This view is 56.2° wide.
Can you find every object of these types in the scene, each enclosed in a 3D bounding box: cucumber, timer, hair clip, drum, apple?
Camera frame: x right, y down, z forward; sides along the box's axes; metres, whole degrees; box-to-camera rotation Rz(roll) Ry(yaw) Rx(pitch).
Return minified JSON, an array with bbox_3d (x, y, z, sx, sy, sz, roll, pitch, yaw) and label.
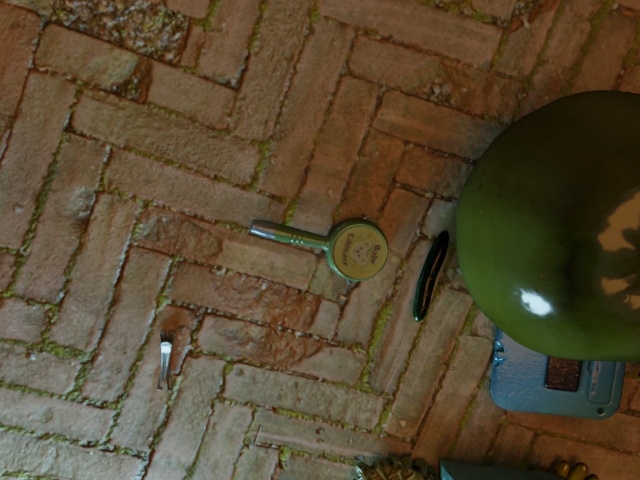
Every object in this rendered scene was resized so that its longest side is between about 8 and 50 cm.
[{"bbox_3d":[0.209,0.068,1.150,0.036,0.033,0.184,17,97,8],"label":"cucumber"},{"bbox_3d":[0.472,0.229,1.209,0.250,0.091,0.232,5,101,3],"label":"timer"},{"bbox_3d":[-0.289,0.228,1.114,0.030,0.039,0.115,4,103,-3],"label":"hair clip"},{"bbox_3d":[0.000,0.021,1.103,0.253,0.049,0.130,-2,101,-7],"label":"drum"},{"bbox_3d":[0.447,-0.020,0.963,0.473,0.473,0.474,-1,101,-7],"label":"apple"}]

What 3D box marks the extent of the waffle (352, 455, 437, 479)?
[{"bbox_3d":[0.148,0.542,1.223,0.207,0.054,0.214,7,97,-12],"label":"waffle"}]

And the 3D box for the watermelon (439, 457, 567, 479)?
[{"bbox_3d":[0.399,0.553,1.155,0.258,0.228,0.387,-34,70,-18],"label":"watermelon"}]

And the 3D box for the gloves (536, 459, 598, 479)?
[{"bbox_3d":[0.490,0.600,1.263,0.133,0.116,0.294,19,92,-15],"label":"gloves"}]

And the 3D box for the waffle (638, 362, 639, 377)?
[{"bbox_3d":[0.721,0.191,1.168,0.054,0.223,0.204,-8,96,-46],"label":"waffle"}]
